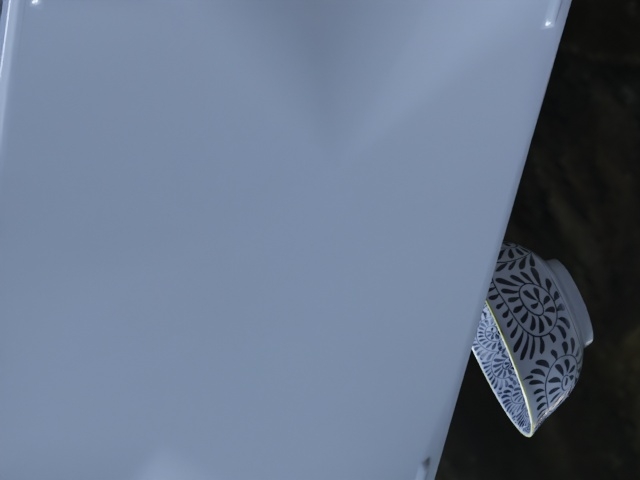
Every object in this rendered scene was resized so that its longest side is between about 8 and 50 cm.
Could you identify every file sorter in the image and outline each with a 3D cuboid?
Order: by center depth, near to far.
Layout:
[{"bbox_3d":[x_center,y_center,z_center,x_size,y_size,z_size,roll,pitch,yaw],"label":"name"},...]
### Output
[{"bbox_3d":[-0.049,-0.036,0.729,0.193,0.277,0.173,0,-149,-22],"label":"file sorter"}]

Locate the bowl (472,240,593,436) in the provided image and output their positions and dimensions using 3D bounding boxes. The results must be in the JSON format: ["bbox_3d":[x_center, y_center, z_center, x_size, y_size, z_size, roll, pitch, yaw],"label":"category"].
[{"bbox_3d":[0.166,0.064,1.516,0.080,0.170,0.170,-22,-118,-5],"label":"bowl"}]
